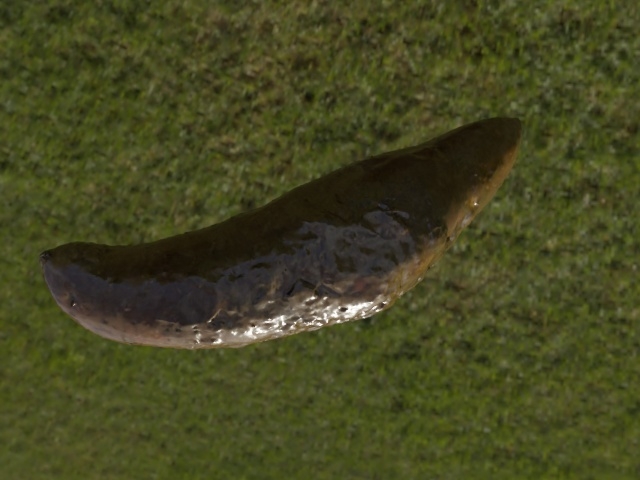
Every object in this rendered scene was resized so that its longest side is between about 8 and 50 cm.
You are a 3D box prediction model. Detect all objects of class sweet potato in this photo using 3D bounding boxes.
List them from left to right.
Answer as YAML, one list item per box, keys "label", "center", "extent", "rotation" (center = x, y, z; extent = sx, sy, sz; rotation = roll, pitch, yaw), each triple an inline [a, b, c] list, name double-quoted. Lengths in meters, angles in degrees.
- label: "sweet potato"
  center: [0.000, 0.003, 0.678]
  extent: [0.341, 0.114, 0.092]
  rotation: [-19, 147, -12]
